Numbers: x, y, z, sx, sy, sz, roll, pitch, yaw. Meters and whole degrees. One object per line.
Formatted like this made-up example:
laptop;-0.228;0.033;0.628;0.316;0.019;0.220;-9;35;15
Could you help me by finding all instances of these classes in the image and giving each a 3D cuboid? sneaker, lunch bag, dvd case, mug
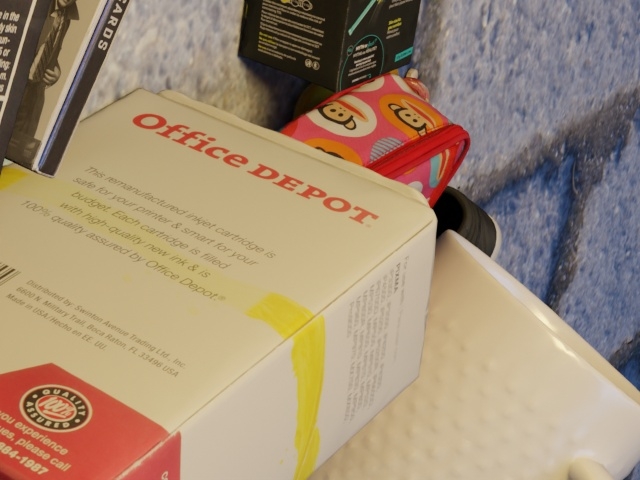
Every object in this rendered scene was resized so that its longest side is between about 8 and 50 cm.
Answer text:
sneaker;0.087;0.070;1.716;0.295;0.105;0.147;-63;149;-14
lunch bag;0.000;0.000;1.417;0.258;0.120;0.293;-32;157;-49
dvd case;-0.181;-0.178;0.957;0.238;0.179;0.029;-66;157;1
mug;0.136;0.225;1.524;0.328;0.374;0.276;-49;133;6

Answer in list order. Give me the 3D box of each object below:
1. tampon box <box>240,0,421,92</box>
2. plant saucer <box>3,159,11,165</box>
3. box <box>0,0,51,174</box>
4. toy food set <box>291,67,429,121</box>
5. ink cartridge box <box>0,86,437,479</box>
tampon box;0.016;-0.221;1.351;0.120;0.101;0.161;-26;132;-51
plant saucer;-0.208;-0.144;1.089;0.195;0.037;0.195;-39;142;-41
box;-0.286;-0.134;0.803;0.296;0.183;0.294;-2;114;-62
toy food set;0.058;-0.107;1.547;0.218;0.071;0.128;1;110;-61
ink cartridge box;-0.136;0.072;1.122;0.385;0.279;0.160;-37;141;-43
